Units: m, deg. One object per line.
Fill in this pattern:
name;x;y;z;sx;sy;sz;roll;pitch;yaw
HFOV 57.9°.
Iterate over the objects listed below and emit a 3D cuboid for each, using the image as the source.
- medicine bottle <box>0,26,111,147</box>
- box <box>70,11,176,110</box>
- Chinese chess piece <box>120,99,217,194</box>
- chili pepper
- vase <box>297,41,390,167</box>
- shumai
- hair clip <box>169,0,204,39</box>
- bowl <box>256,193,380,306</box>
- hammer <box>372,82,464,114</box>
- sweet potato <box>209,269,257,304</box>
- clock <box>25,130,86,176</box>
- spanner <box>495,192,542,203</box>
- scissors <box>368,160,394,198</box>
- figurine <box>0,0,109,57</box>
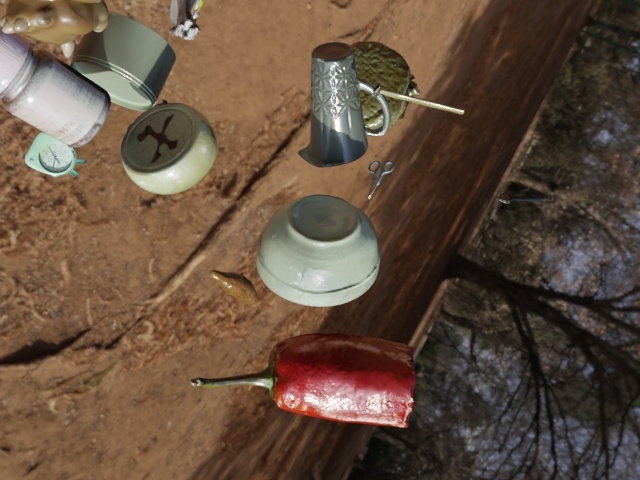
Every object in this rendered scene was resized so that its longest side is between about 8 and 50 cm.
medicine bottle;-0.627;-0.339;1.291;0.273;0.165;0.165;33;82;-43
box;-0.511;-0.459;1.502;0.226;0.226;0.149;78;31;-74
Chinese chess piece;-0.360;-0.220;1.367;0.237;0.238;0.092;-60;152;-16
chili pepper;-0.021;0.216;0.931;0.131;0.339;0.134;-85;176;-46
vase;0.052;-0.343;1.471;0.156;0.251;0.300;-88;174;-46
shumai;0.185;-0.477;1.986;0.288;0.292;0.329;53;56;-74
hair clip;-0.277;-0.477;1.166;0.049;0.172;0.116;13;144;-40
bowl;0.000;0.000;1.394;0.307;0.307;0.163;-54;161;-42
hammer;0.210;-0.297;1.229;0.062;0.199;0.013;130;-27;-85
sweet potato;-0.224;0.129;1.631;0.072;0.066;0.314;-55;161;-5
clock;-0.683;-0.214;1.499;0.101;0.135;0.041;-58;-151;4
spanner;0.562;-0.119;1.634;0.209;0.046;0.012;-3;124;-38
scissors;0.118;-0.131;1.229;0.014;0.058;0.119;72;33;-42
figurine;-0.464;-0.411;0.922;0.173;0.177;0.247;-27;161;33
